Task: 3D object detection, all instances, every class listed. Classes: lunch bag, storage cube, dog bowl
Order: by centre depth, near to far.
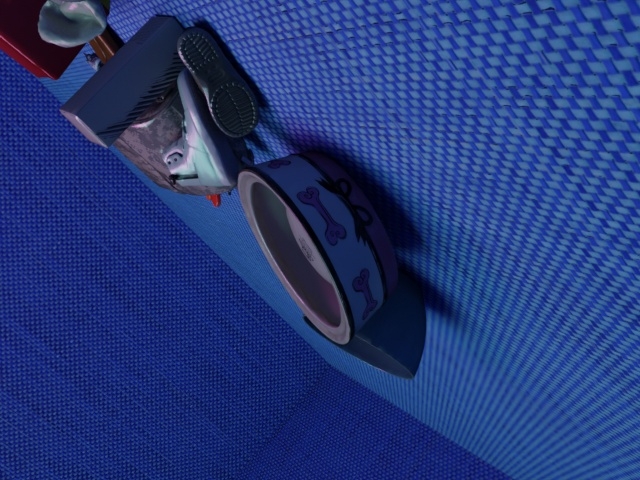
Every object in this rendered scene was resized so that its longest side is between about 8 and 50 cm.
[{"bbox_3d":[0.000,0.000,1.601,0.408,0.150,0.408,51,162,23],"label":"dog bowl"},{"bbox_3d":[-0.586,-0.467,1.638,0.193,0.215,0.184,41,169,-31],"label":"storage cube"},{"bbox_3d":[-0.315,-0.242,1.788,0.256,0.212,0.305,20,159,45],"label":"lunch bag"}]

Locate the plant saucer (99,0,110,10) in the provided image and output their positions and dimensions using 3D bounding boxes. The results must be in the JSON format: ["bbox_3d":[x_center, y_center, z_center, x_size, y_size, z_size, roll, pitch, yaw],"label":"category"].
[{"bbox_3d":[-0.530,-0.577,1.672,0.188,0.045,0.188,31,164,41],"label":"plant saucer"}]

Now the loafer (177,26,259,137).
[{"bbox_3d":[-0.194,-0.309,1.515,0.087,0.094,0.251,-115,-1,-50],"label":"loafer"}]

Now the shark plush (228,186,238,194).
[{"bbox_3d":[-0.244,-0.156,2.213,0.073,0.067,0.161,27,161,50],"label":"shark plush"}]

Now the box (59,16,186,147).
[{"bbox_3d":[-0.372,-0.314,1.553,0.094,0.275,0.113,49,166,-34],"label":"box"}]

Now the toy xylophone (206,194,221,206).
[{"bbox_3d":[-0.340,-0.228,2.114,0.323,0.081,0.236,35,130,57],"label":"toy xylophone"}]

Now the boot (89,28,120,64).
[{"bbox_3d":[-0.554,-0.459,2.045,0.280,0.096,0.264,48,166,-27],"label":"boot"}]

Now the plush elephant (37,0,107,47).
[{"bbox_3d":[-0.374,-0.438,1.144,0.256,0.271,0.330,-11,157,44],"label":"plush elephant"}]

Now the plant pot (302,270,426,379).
[{"bbox_3d":[0.131,0.167,1.837,0.290,0.195,0.290,29,166,8],"label":"plant pot"}]

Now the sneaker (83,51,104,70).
[{"bbox_3d":[-0.657,-0.521,2.283,0.069,0.038,0.098,42,168,-7],"label":"sneaker"}]

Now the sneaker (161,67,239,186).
[{"bbox_3d":[-0.276,-0.218,1.603,0.151,0.094,0.255,-6,118,22],"label":"sneaker"}]
